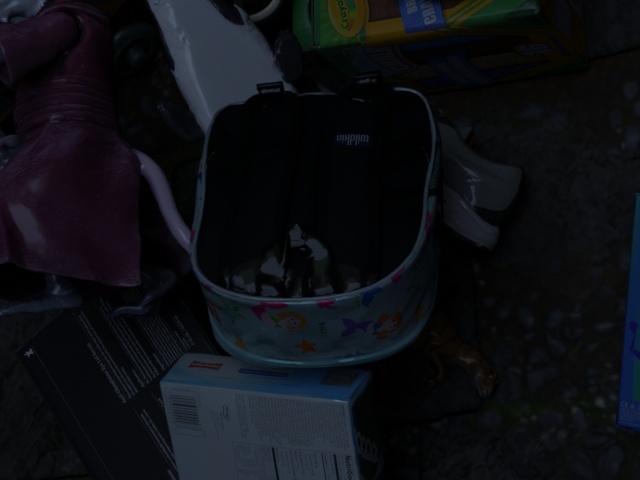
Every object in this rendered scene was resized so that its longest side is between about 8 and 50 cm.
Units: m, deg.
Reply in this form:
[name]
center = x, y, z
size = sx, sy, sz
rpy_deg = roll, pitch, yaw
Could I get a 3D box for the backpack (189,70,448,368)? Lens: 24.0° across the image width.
[backpack]
center = 0.000, 0.000, 1.322
size = 0.225, 0.191, 0.254
rpy_deg = -3, 41, 8

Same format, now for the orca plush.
[orca plush]
center = -0.119, -0.172, 1.483
size = 0.287, 0.102, 0.151
rpy_deg = 39, 81, -6

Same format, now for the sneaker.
[sneaker]
center = 0.083, -0.091, 1.500
size = 0.271, 0.100, 0.108
rpy_deg = 35, 84, 20

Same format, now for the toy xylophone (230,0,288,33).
[toy xylophone]
center = -0.046, -0.355, 1.543
size = 0.081, 0.236, 0.323
rpy_deg = 17, 82, -1

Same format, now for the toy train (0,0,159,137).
[toy train]
center = -0.262, -0.250, 1.623
size = 0.334, 0.190, 0.142
rpy_deg = -47, 66, 8

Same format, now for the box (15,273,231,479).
[box]
center = -0.163, 0.164, 1.537
size = 0.184, 0.103, 0.261
rpy_deg = -39, 67, 6

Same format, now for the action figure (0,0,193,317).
[action figure]
center = -0.237, -0.114, 1.433
size = 0.275, 0.248, 0.370
rpy_deg = -8, 80, 10

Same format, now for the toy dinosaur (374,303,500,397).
[toy dinosaur]
center = 0.089, 0.074, 1.474
size = 0.112, 0.064, 0.211
rpy_deg = -38, 85, 4

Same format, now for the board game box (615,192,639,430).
[board game box]
center = 0.338, 0.069, 1.290
size = 0.160, 0.047, 0.210
rpy_deg = 8, 95, 46

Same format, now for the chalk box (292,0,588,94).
[chalk box]
center = 0.096, -0.252, 1.474
size = 0.288, 0.179, 0.180
rpy_deg = -7, 75, 22

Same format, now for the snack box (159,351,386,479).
[snack box]
center = -0.028, 0.262, 1.384
size = 0.187, 0.060, 0.322
rpy_deg = 4, 117, 24
